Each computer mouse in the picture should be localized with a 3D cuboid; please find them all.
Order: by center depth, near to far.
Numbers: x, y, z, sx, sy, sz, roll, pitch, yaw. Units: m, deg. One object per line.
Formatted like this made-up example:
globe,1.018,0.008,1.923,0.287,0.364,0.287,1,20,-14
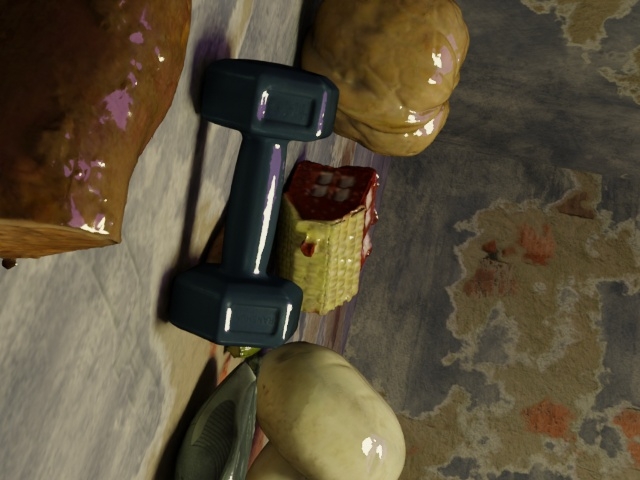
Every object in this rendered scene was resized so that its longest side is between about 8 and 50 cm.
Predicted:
computer mouse,-0.137,0.270,1.269,0.379,0.090,0.167,-77,175,-60

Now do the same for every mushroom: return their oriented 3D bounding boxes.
mushroom,0.010,0.339,1.577,0.315,0.315,0.356,90,0,-56

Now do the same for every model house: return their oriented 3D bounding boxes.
model house,0.000,0.000,1.618,0.254,0.160,0.196,-63,162,-57

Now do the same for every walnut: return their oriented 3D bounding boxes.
walnut,0.103,-0.296,1.527,0.296,0.285,0.285,109,0,-45

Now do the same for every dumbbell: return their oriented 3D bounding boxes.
dumbbell,-0.075,-0.042,1.049,0.156,0.143,0.316,-40,141,-78

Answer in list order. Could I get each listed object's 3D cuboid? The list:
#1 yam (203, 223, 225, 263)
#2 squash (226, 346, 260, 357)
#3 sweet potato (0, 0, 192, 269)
yam,-0.101,-0.021,1.227,0.241,0.057,0.057,-70,168,-49
squash,-0.095,0.124,1.454,0.201,0.066,0.066,-52,152,-59
sweet potato,-0.135,-0.145,0.560,0.131,0.131,0.337,79,25,-71
